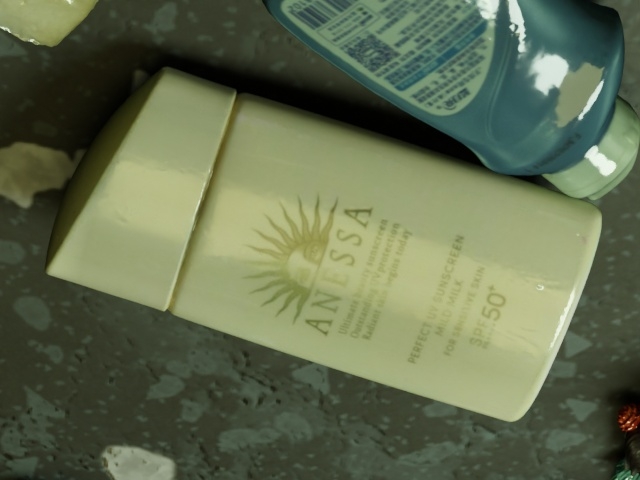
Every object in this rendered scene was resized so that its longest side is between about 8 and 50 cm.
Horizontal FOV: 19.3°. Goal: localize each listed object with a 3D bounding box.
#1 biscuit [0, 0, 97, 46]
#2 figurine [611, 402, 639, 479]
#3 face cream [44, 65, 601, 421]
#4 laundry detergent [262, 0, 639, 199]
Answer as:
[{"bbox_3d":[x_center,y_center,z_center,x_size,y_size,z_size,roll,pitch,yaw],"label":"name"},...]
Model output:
[{"bbox_3d":[-0.227,-0.217,1.141,0.188,0.040,0.265,-23,128,19],"label":"biscuit"},{"bbox_3d":[0.253,0.168,1.467,0.060,0.047,0.106,21,143,12],"label":"figurine"},{"bbox_3d":[0.000,0.000,1.271,0.349,0.081,0.173,18,114,-5],"label":"face cream"},{"bbox_3d":[0.102,-0.127,1.179,0.143,0.094,0.290,-38,124,26],"label":"laundry detergent"}]
